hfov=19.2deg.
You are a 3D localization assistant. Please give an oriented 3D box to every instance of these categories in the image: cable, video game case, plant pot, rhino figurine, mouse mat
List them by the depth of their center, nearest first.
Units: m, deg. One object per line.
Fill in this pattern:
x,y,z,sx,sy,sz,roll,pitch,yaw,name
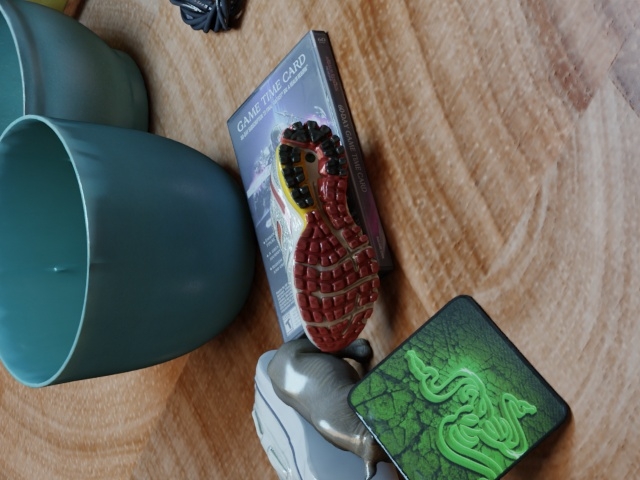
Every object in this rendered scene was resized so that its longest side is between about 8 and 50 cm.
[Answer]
0.119,0.147,1.701,0.152,0.007,0.190,-42,47,2,mouse mat
0.034,0.165,1.824,0.243,0.106,0.073,41,125,49,rhino figurine
-0.016,-0.052,1.973,0.196,0.026,0.274,-42,55,49,video game case
-0.214,0.011,2.088,0.293,0.235,0.293,0,90,57,plant pot
-0.137,-0.310,2.134,0.150,0.047,0.184,-45,55,48,cable
-0.331,-0.150,2.302,0.293,0.196,0.293,2,92,56,plant pot

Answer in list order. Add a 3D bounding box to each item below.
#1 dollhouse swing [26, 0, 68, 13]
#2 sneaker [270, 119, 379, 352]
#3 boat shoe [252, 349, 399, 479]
-0.473,-0.401,2.379,0.305,0.347,0.315,-38,59,52,dollhouse swing
0.000,0.000,1.868,0.093,0.088,0.225,134,130,-69,sneaker
-0.005,0.219,1.901,0.267,0.096,0.088,50,135,46,boat shoe
